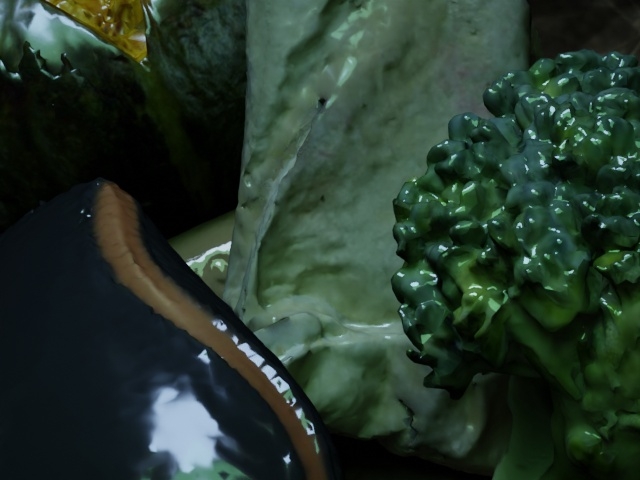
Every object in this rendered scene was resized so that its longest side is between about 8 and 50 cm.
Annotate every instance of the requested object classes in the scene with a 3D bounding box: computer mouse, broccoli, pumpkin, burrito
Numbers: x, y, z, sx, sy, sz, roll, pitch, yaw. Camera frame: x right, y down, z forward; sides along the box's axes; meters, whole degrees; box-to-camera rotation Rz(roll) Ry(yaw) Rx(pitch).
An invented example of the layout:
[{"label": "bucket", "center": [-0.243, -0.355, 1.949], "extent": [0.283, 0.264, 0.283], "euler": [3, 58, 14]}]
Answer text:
[{"label": "computer mouse", "center": [-0.105, 0.090, 0.895], "extent": [0.183, 0.116, 0.323], "euler": [-56, 40, 8]}, {"label": "broccoli", "center": [0.164, 0.047, 0.897], "extent": [0.288, 0.245, 0.248], "euler": [38, 36, 8]}, {"label": "pumpkin", "center": [-0.137, -0.142, 1.102], "extent": [0.320, 0.192, 0.320], "euler": [-4, 58, 7]}, {"label": "burrito", "center": [0.032, -0.055, 0.980], "extent": [0.175, 0.107, 0.347], "euler": [-2, 92, -27]}]

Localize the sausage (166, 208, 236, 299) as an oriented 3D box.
[{"label": "sausage", "center": [0.000, -0.002, 1.061], "extent": [0.301, 0.066, 0.066], "euler": [-22, 56, -4]}]
